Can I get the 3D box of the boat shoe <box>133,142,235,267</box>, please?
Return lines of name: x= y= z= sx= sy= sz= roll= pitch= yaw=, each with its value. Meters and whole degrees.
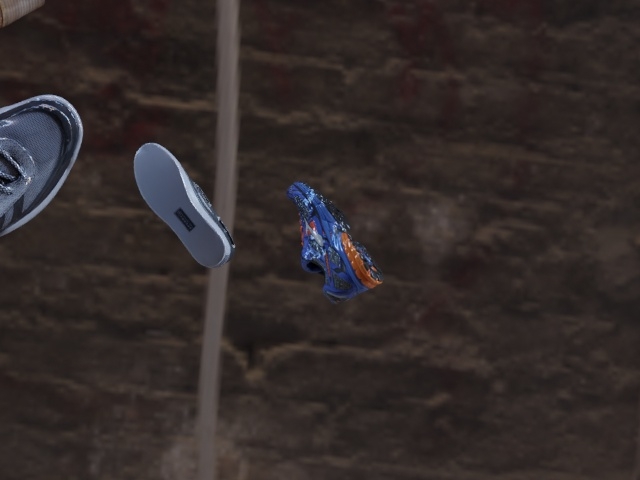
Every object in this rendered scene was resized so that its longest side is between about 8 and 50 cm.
boat shoe: x=-0.133 y=-0.033 z=1.343 sx=0.049 sy=0.142 sz=0.040 roll=-36 pitch=-8 yaw=16

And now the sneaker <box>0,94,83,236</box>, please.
sneaker: x=-0.311 y=-0.036 z=1.206 sx=0.268 sy=0.101 sz=0.153 roll=-41 pitch=11 yaw=-15

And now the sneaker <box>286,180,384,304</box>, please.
sneaker: x=0.000 y=0.000 z=1.928 sx=0.083 sy=0.087 sz=0.221 roll=40 pitch=14 yaw=-49

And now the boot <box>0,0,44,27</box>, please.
boot: x=-0.567 y=-0.370 z=2.017 sx=0.220 sy=0.109 sz=0.283 roll=-28 pitch=50 yaw=-29
